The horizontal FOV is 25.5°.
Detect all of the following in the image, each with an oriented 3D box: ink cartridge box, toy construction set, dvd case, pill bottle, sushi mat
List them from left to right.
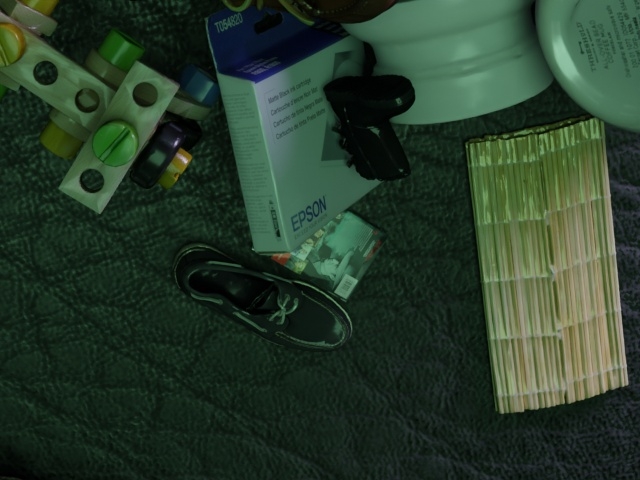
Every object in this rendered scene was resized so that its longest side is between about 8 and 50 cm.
[{"bbox_3d":[-0.240,-0.112,1.188,0.309,0.237,0.257,-30,110,7],"label":"toy construction set"},{"bbox_3d":[-0.016,-0.128,1.341,0.045,0.223,0.223,-3,110,29],"label":"ink cartridge box"},{"bbox_3d":[0.000,0.000,1.476,0.119,0.013,0.087,30,99,-14],"label":"dvd case"},{"bbox_3d":[0.096,-0.305,1.307,0.210,0.210,0.362,-17,108,-5],"label":"pill bottle"},{"bbox_3d":[0.245,0.030,1.521,0.152,0.019,0.316,-11,107,-7],"label":"sushi mat"}]

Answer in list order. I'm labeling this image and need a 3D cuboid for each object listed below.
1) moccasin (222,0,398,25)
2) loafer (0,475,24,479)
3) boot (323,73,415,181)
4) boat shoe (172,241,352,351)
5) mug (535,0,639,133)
[{"bbox_3d":[-0.051,-0.259,1.200,0.147,0.380,0.139,-12,115,-28],"label":"moccasin"},{"bbox_3d":[-0.203,0.328,1.463,0.366,0.133,0.130,32,114,-27],"label":"loafer"},{"bbox_3d":[0.057,-0.101,1.302,0.045,0.121,0.099,-38,118,-27],"label":"boot"},{"bbox_3d":[-0.057,0.069,1.458,0.206,0.065,0.075,26,99,-15],"label":"boat shoe"},{"bbox_3d":[0.337,-0.281,1.234,0.328,0.276,0.374,-37,128,-40],"label":"mug"}]
